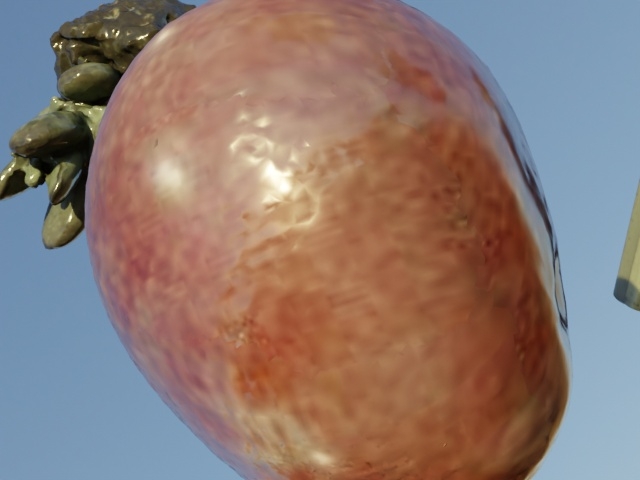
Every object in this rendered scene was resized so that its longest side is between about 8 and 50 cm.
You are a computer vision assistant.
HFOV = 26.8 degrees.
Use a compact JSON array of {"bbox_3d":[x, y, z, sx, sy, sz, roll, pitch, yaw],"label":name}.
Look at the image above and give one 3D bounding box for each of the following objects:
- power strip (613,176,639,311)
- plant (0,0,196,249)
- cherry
[{"bbox_3d":[0.240,-0.048,0.842,0.092,0.034,0.268,-7,-64,-35],"label":"power strip"},{"bbox_3d":[-0.209,-0.123,1.268,0.274,0.149,0.146,-59,-43,-43],"label":"plant"},{"bbox_3d":[0.000,0.000,0.616,0.213,0.285,0.236,-31,-26,18],"label":"cherry"}]
